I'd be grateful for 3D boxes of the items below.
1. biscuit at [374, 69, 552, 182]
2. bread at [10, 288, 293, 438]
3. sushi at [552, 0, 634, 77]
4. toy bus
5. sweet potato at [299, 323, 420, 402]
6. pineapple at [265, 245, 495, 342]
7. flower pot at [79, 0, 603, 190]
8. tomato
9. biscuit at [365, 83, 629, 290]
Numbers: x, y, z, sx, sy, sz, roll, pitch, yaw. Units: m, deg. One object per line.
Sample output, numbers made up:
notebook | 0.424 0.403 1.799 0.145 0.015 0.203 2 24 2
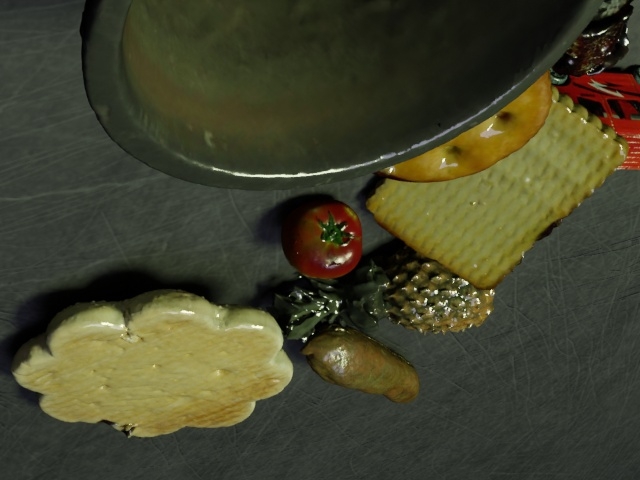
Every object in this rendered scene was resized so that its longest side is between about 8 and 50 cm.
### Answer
biscuit | 0.107 -0.135 1.369 0.221 0.066 0.220 -2 139 -2
bread | -0.182 0.135 1.619 0.316 0.054 0.316 -3 148 -2
sushi | 0.234 -0.203 1.364 0.098 0.094 0.084 -24 151 -6
toy bus | 0.282 -0.123 1.513 0.195 0.089 0.081 0 142 -30
sweet potato | 0.065 0.159 1.835 0.075 0.075 0.273 -33 151 18
pineapple | 0.064 0.064 1.660 0.251 0.125 0.125 -11 147 -7
flower pot | -0.013 -0.232 1.020 0.379 0.251 0.379 -18 150 -11
tomato | 0.000 0.000 1.542 0.087 0.087 0.075 -7 173 -23
biscuit | 0.175 -0.064 1.508 0.172 0.029 0.254 33 130 -11
